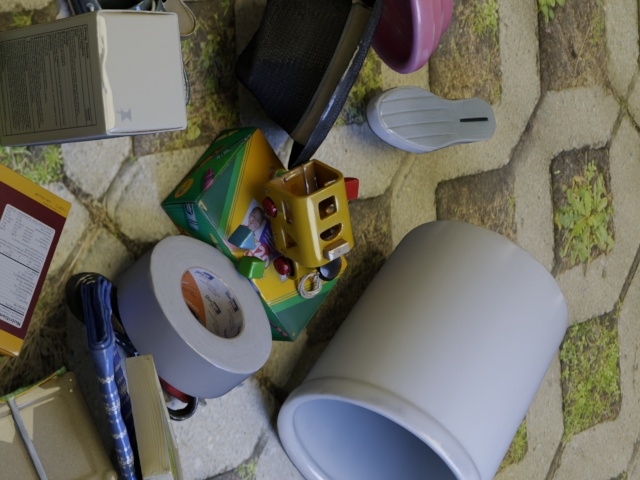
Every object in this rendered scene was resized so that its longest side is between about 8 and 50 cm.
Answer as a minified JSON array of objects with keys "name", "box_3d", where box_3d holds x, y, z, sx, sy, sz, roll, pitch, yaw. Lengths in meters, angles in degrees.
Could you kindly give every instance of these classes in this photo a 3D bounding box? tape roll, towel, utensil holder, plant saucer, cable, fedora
[{"name":"tape roll","box_3d":[-0.168,0.102,1.953,0.219,0.072,0.219,37,31,-28]},{"name":"towel","box_3d":[-0.244,0.233,1.828,0.040,0.243,0.336,-13,110,-7]},{"name":"utensil holder","box_3d":[0.169,0.206,2.201,0.385,0.327,0.328,-54,125,-34]},{"name":"plant saucer","box_3d":[0.109,-0.417,2.156,0.084,0.332,0.332,-20,106,-12]},{"name":"cable","box_3d":[-0.245,0.148,1.982,0.287,0.072,0.140,30,81,-28]},{"name":"fedora","box_3d":[-0.032,-0.266,2.083,0.152,0.334,0.334,25,67,-8]}]

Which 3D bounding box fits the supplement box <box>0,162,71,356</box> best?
[{"name":"supplement box","box_3d":[-0.423,0.022,1.681,0.129,0.191,0.194,33,65,-40]}]

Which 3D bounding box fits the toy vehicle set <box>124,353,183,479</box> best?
[{"name":"toy vehicle set","box_3d":[-0.204,0.282,1.858,0.267,0.035,0.166,86,-8,-56]}]

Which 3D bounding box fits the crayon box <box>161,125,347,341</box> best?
[{"name":"crayon box","box_3d":[-0.091,-0.007,2.107,0.165,0.081,0.278,-54,125,-32]}]

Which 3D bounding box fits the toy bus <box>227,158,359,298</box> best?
[{"name":"toy bus","box_3d":[-0.006,-0.008,2.017,0.202,0.104,0.191,23,95,-44]}]

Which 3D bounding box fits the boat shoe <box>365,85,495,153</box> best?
[{"name":"boat shoe","box_3d":[0.168,-0.188,2.371,0.302,0.094,0.109,0,79,-47]}]

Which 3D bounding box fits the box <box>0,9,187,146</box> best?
[{"name":"box","box_3d":[-0.290,-0.198,1.796,0.126,0.232,0.149,-8,95,-45]}]

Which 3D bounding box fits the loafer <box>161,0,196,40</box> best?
[{"name":"loafer","box_3d":[-0.221,-0.328,2.003,0.148,0.050,0.056,37,64,-39]}]

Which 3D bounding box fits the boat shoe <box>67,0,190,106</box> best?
[{"name":"boat shoe","box_3d":[-0.260,-0.294,1.909,0.116,0.099,0.319,-36,113,-20]}]

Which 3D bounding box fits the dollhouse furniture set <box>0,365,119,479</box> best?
[{"name":"dollhouse furniture set","box_3d":[-0.350,0.334,1.758,0.197,0.151,0.302,-21,84,-26]}]
